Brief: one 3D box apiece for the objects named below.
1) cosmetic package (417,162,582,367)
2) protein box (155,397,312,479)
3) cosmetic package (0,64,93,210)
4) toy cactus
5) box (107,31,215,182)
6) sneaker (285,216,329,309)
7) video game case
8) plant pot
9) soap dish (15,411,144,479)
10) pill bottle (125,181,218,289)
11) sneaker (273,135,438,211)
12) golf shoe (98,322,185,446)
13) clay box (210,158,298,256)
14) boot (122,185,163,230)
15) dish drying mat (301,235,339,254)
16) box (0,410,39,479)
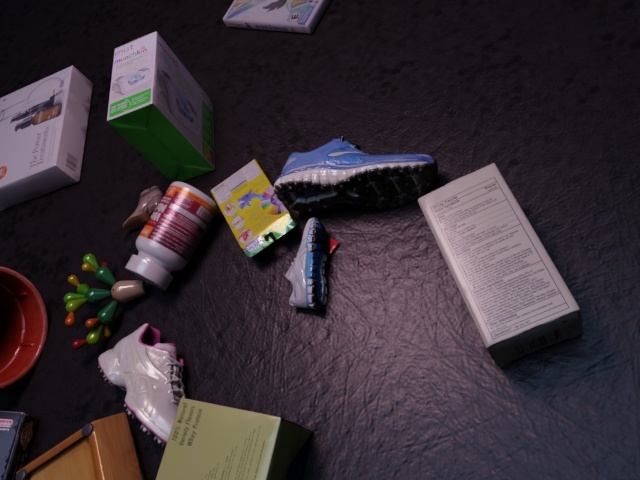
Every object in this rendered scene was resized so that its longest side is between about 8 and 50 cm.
[{"bbox_3d":[0.295,0.039,0.981,0.153,0.129,0.296,-25,57,12],"label":"cosmetic package"},{"bbox_3d":[-0.149,0.391,0.988,0.201,0.136,0.200,3,66,25],"label":"protein box"},{"bbox_3d":[-0.820,-0.299,1.698,0.284,0.097,0.377,-18,58,18],"label":"cosmetic package"},{"bbox_3d":[-0.483,0.130,1.321,0.180,0.112,0.219,-10,55,-2],"label":"toy cactus"},{"bbox_3d":[-0.370,-0.307,1.393,0.126,0.262,0.231,-16,57,15],"label":"box"},{"bbox_3d":[-0.033,0.045,1.162,0.083,0.071,0.191,-9,65,31],"label":"sneaker"},{"bbox_3d":[-0.079,-0.714,1.617,0.300,0.036,0.329,17,72,31],"label":"video game case"},{"bbox_3d":[-0.828,0.204,1.341,0.265,0.272,0.272,-8,60,30],"label":"plant pot"},{"bbox_3d":[-0.434,0.494,1.074,0.229,0.118,0.291,-33,54,5],"label":"soap dish"},{"bbox_3d":[-0.330,-0.010,1.298,0.121,0.121,0.221,19,72,31],"label":"pill bottle"},{"bbox_3d":[0.070,-0.153,1.184,0.330,0.130,0.147,-1,57,15],"label":"sneaker"},{"bbox_3d":[-0.315,0.279,1.143,0.140,0.115,0.306,-47,56,-9],"label":"golf shoe"},{"bbox_3d":[-0.141,-0.064,1.282,0.127,0.053,0.222,-35,56,3],"label":"clay box"},{"bbox_3d":[-0.435,-0.082,1.439,0.118,0.042,0.087,-25,50,9],"label":"boot"},{"bbox_3d":[0.000,0.000,1.210,0.083,0.008,0.032,30,79,34],"label":"dish drying mat"},{"bbox_3d":[-0.772,0.500,1.212,0.295,0.073,0.293,2,64,7],"label":"box"}]
